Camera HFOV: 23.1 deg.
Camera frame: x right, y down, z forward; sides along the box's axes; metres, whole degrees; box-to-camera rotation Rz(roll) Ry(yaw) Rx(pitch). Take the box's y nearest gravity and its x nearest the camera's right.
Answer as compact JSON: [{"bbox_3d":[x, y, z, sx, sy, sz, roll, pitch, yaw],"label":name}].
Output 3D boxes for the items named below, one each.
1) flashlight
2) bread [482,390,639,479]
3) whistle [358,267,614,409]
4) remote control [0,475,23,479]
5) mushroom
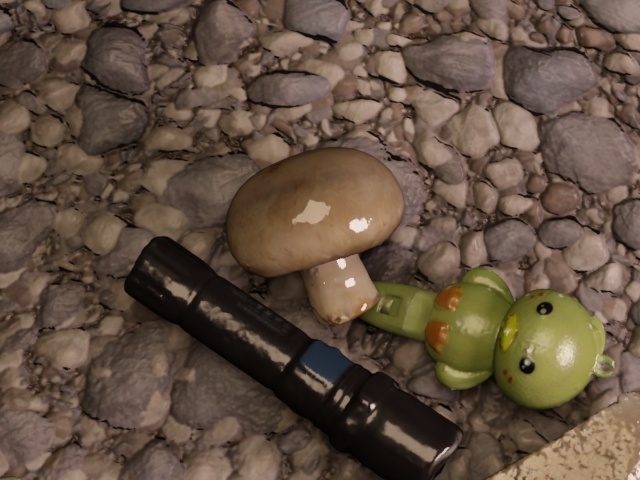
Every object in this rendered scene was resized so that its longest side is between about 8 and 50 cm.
[{"bbox_3d":[-0.039,0.135,1.722,0.424,0.103,0.103,33,75,13],"label":"flashlight"},{"bbox_3d":[0.244,0.304,1.651,0.337,0.102,0.183,-29,72,-7],"label":"bread"},{"bbox_3d":[0.176,0.098,1.707,0.294,0.141,0.141,16,72,8],"label":"whistle"},{"bbox_3d":[-0.407,0.313,1.707,0.190,0.029,0.088,-11,71,-2],"label":"remote control"},{"bbox_3d":[0.000,0.000,1.729,0.204,0.204,0.204,-1,71,2],"label":"mushroom"}]
